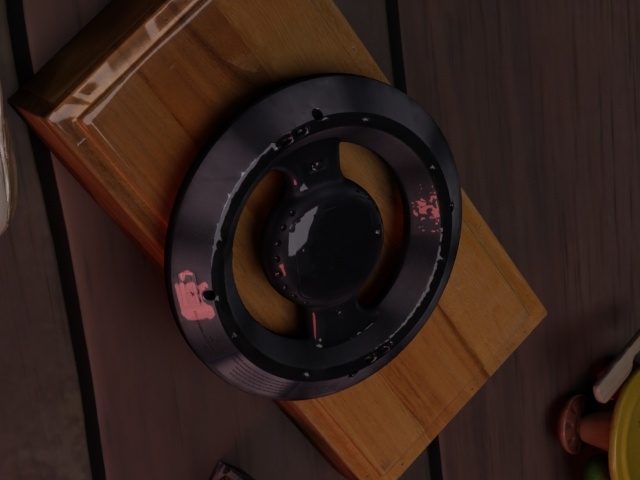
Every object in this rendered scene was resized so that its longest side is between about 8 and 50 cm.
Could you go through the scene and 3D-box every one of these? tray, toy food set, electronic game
[{"bbox_3d":[-0.011,-0.017,1.100,0.203,0.076,0.411,-46,122,-12],"label":"tray"},{"bbox_3d":[0.256,0.173,1.337,0.128,0.071,0.218,-48,129,-40],"label":"toy food set"},{"bbox_3d":[0.000,0.000,1.038,0.229,0.048,0.229,-11,112,-29],"label":"electronic game"}]

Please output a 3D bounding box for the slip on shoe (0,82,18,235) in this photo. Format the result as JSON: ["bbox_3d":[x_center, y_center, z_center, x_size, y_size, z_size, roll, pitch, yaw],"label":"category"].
[{"bbox_3d":[-0.216,-0.067,0.976,0.041,0.051,0.135,-36,121,-66],"label":"slip on shoe"}]

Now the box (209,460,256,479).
[{"bbox_3d":[-0.074,0.242,1.126,0.027,0.094,0.137,28,90,-34],"label":"box"}]
